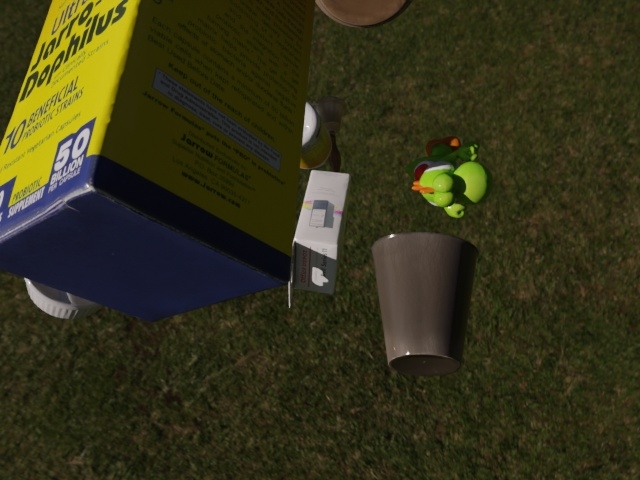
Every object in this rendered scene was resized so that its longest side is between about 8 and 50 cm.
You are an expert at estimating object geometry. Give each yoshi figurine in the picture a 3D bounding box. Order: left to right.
[{"bbox_3d":[0.368,-0.170,1.670,0.203,0.203,0.362,-40,11,18],"label":"yoshi figurine"}]

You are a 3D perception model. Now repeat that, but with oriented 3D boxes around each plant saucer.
[{"bbox_3d":[0.103,-0.630,1.465,0.277,0.278,0.041,-8,42,13],"label":"plant saucer"}]

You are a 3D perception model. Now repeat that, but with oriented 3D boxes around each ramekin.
[{"bbox_3d":[-0.719,0.102,1.788,0.272,0.127,0.273,18,49,-21],"label":"ramekin"}]

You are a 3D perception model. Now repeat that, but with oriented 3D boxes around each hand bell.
[{"bbox_3d":[0.037,-0.316,1.928,0.126,0.126,0.242,-13,62,10],"label":"hand bell"}]

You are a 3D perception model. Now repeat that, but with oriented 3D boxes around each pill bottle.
[{"bbox_3d":[-0.040,-0.240,1.458,0.117,0.215,0.117,-2,79,11],"label":"pill bottle"}]

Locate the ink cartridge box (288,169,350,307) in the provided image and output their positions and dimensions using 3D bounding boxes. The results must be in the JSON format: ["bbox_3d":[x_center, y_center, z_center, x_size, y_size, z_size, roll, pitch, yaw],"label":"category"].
[{"bbox_3d":[0.000,0.000,1.686,0.119,0.207,0.353,8,48,5],"label":"ink cartridge box"}]

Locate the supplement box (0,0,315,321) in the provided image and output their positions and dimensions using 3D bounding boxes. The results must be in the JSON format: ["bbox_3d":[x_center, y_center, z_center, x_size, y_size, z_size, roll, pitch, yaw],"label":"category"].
[{"bbox_3d":[-0.147,-0.132,0.582,0.194,0.195,0.357,-18,56,36],"label":"supplement box"}]

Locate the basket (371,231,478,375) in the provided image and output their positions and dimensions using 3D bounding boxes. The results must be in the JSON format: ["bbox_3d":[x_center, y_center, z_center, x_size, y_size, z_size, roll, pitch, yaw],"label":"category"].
[{"bbox_3d":[0.188,0.120,1.130,0.204,0.154,0.227,6,61,1],"label":"basket"}]
